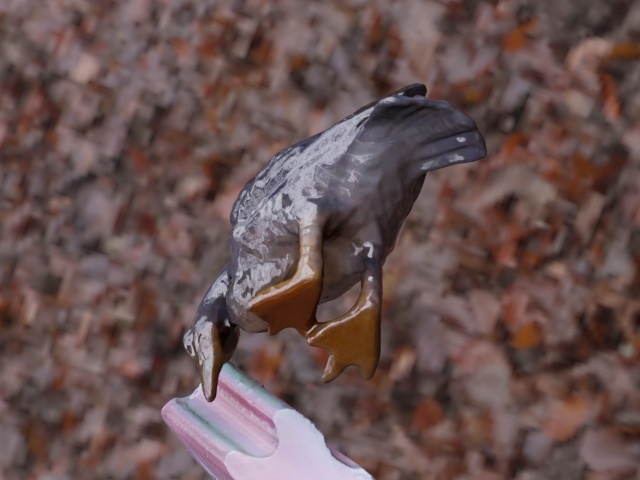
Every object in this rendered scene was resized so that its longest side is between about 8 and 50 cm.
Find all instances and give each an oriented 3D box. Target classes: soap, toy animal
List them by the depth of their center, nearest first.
[{"bbox_3d":[0.000,0.000,1.419,0.298,0.122,0.185,-56,19,20],"label":"toy animal"},{"bbox_3d":[-0.030,0.267,2.126,0.109,0.193,0.324,-45,31,-11],"label":"soap"}]
